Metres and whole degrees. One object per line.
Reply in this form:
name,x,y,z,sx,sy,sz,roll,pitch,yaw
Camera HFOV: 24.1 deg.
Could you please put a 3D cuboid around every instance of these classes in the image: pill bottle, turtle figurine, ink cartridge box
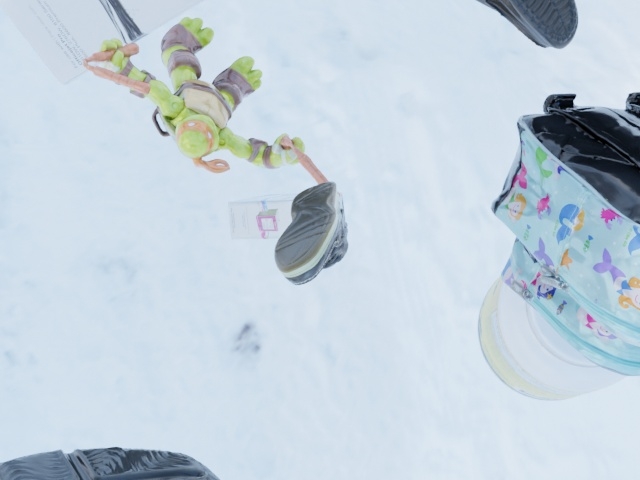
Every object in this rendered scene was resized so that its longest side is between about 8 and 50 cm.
pill bottle,0.298,0.092,1.804,0.188,0.334,0.188,0,81,-1
turtle figurine,-0.105,-0.124,1.456,0.269,0.217,0.087,25,116,-12
ink cartridge box,-0.179,-0.383,1.834,0.395,0.285,0.166,-22,111,43
ink cartridge box,-0.042,-0.031,1.899,0.122,0.088,0.052,1,99,38

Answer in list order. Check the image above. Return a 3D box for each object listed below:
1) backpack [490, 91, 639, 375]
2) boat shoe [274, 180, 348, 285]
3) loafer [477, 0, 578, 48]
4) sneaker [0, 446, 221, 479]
backpack,0.282,0.003,1.235,0.225,0.253,0.191,-3,115,-30
boat shoe,0.000,0.000,1.229,0.056,0.152,0.049,-22,111,19
loafer,0.220,-0.314,1.801,0.220,0.078,0.080,46,65,-4
sneaker,-0.269,0.339,1.178,0.447,0.169,0.257,-18,114,-15
